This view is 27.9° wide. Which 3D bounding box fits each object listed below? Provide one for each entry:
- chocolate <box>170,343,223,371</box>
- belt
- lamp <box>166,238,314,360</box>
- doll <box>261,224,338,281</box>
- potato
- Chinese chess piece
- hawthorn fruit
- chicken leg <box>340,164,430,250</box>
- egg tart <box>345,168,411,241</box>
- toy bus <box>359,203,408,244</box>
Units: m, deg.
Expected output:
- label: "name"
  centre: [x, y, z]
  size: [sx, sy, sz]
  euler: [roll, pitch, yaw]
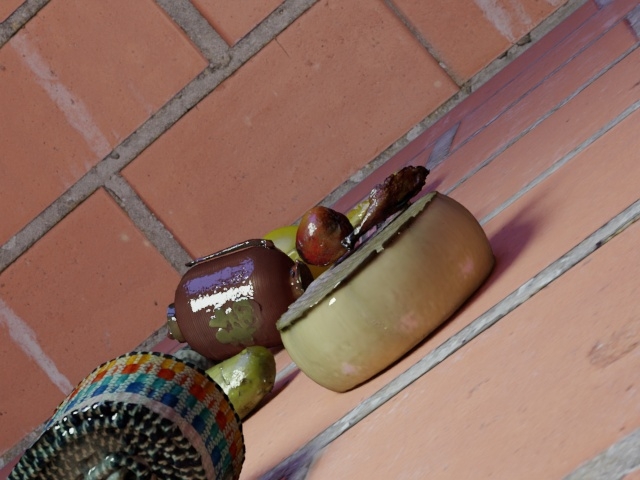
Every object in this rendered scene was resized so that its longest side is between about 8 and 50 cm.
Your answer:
- label: "chocolate"
  centre: [-0.219, 0.229, 2.182]
  size: [0.110, 0.110, 0.248]
  euler: [-40, 0, 0]
- label: "belt"
  centre: [-0.210, 0.255, 1.357]
  size: [0.295, 0.207, 0.160]
  euler: [-54, 3, 26]
- label: "lamp"
  centre: [-0.134, 0.097, 2.091]
  size: [0.258, 0.180, 0.180]
  euler: [-16, 12, 17]
- label: "doll"
  centre: [-0.051, 0.049, 2.345]
  size: [0.199, 0.145, 0.363]
  euler: [-44, -2, 7]
- label: "potato"
  centre: [-0.134, 0.216, 1.792]
  size: [0.188, 0.085, 0.105]
  euler: [-39, 44, 18]
- label: "Chinese chess piece"
  centre: [0.074, 0.057, 1.504]
  size: [0.270, 0.112, 0.270]
  euler: [-40, 4, 3]
- label: "hawthorn fruit"
  centre: [0.003, -0.003, 1.588]
  size: [0.077, 0.077, 0.077]
  euler: [-39, 5, 4]
- label: "chicken leg"
  centre: [0.079, -0.044, 1.561]
  size: [0.145, 0.037, 0.062]
  euler: [-40, -20, -28]
- label: "egg tart"
  centre: [0.107, -0.053, 2.428]
  size: [0.191, 0.074, 0.191]
  euler: [-41, 5, 4]
- label: "toy bus"
  centre: [0.099, 0.003, 1.734]
  size: [0.090, 0.063, 0.203]
  euler: [-39, 6, 7]
